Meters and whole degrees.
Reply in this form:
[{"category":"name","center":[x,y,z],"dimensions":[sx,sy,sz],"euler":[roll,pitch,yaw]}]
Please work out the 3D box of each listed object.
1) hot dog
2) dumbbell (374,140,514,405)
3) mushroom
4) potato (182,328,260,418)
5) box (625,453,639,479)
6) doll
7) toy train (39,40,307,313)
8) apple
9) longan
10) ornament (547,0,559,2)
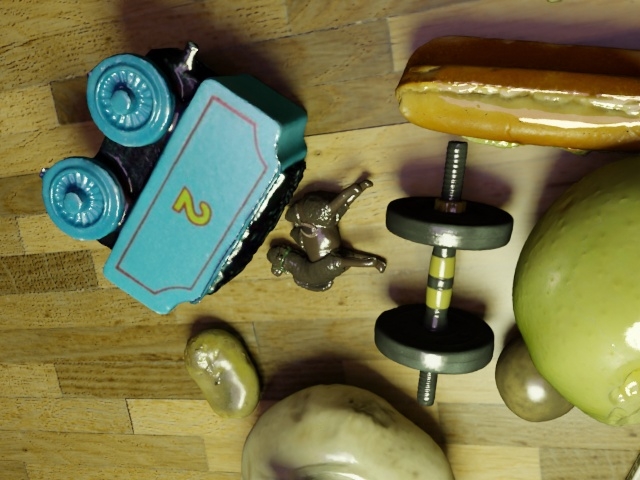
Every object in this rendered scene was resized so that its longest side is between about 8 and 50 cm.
[{"category":"hot dog","center":[0.248,-0.143,0.694],"dimensions":[0.337,0.135,0.100],"euler":[9,129,17]},{"category":"dumbbell","center":[0.140,0.046,0.774],"dimensions":[0.143,0.143,0.325],"euler":[9,108,17]},{"category":"mushroom","center":[0.011,0.349,0.802],"dimensions":[0.315,0.336,0.314],"euler":[2,95,21]},{"category":"potato","center":[-0.139,0.188,0.950],"dimensions":[0.092,0.070,0.138],"euler":[-27,97,18]},{"category":"box","center":[0.435,0.299,0.807],"dimensions":[0.109,0.029,0.198],"euler":[21,110,12]},{"category":"doll","center":[0.000,0.000,0.860],"dimensions":[0.165,0.057,0.139],"euler":[-8,105,26]},{"category":"toy train","center":[-0.168,-0.086,0.828],"dimensions":[0.265,0.188,0.300],"euler":[34,110,2]},{"category":"apple","center":[0.325,0.048,0.653],"dimensions":[0.279,0.279,0.279],"euler":[5,107,18]},{"category":"longan","center":[0.266,0.158,0.794],"dimensions":[0.119,0.106,0.106],"euler":[-18,101,-17]},{"category":"ornament","center":[0.336,-0.316,0.649],"dimensions":[0.245,0.061,0.230],"euler":[32,115,7]}]
